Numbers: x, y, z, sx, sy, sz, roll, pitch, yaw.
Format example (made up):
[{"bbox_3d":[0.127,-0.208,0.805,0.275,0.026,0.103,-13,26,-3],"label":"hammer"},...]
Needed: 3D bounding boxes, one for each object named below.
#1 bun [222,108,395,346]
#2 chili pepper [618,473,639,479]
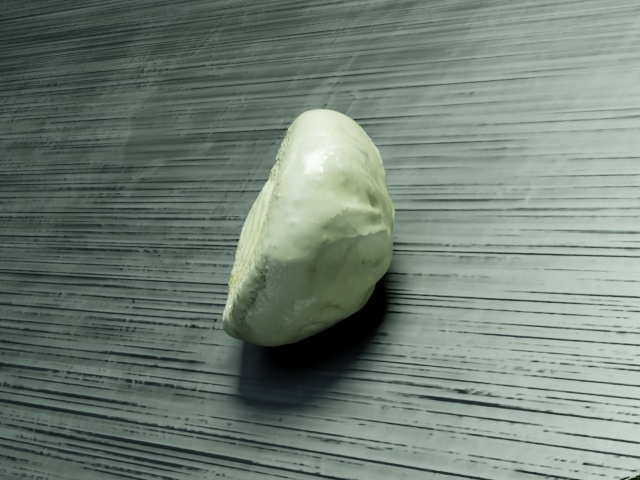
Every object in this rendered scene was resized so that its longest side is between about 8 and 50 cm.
[{"bbox_3d":[0.000,0.000,1.323,0.183,0.102,0.183,-158,90,-83],"label":"bun"},{"bbox_3d":[0.079,0.205,0.940,0.122,0.065,0.279,8,52,43],"label":"chili pepper"}]
